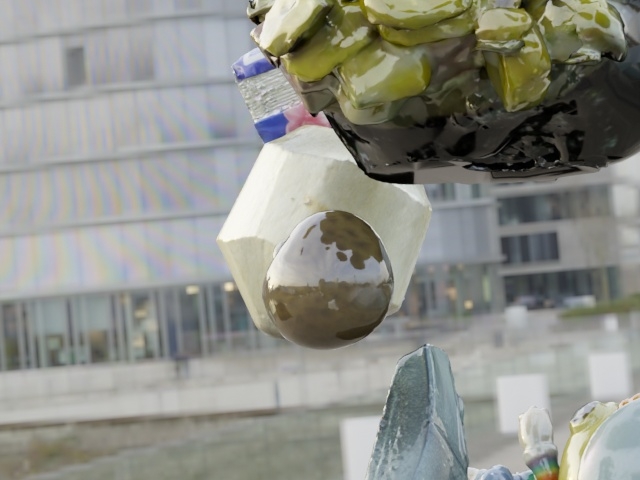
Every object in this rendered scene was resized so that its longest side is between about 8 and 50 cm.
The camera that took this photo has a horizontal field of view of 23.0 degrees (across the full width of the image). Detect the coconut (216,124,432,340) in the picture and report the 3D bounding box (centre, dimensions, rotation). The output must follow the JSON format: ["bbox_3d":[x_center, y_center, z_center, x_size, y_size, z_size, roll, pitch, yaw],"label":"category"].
[{"bbox_3d":[0.000,0.000,1.608,0.202,0.222,0.202,21,-2,1],"label":"coconut"}]

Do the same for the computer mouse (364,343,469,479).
[{"bbox_3d":[0.084,0.175,1.221,0.068,0.229,0.113,4,-37,19],"label":"computer mouse"}]

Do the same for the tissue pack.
[{"bbox_3d":[0.057,-0.195,1.753,0.270,0.137,0.209,-20,5,11],"label":"tissue pack"}]

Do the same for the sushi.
[{"bbox_3d":[0.109,-0.220,1.253,0.328,0.328,0.285,0,-21,32],"label":"sushi"}]

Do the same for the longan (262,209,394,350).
[{"bbox_3d":[0.004,0.030,1.204,0.113,0.113,0.092,-6,-19,27],"label":"longan"}]

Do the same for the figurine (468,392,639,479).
[{"bbox_3d":[0.270,0.284,1.602,0.382,0.224,0.205,-25,15,42],"label":"figurine"}]
